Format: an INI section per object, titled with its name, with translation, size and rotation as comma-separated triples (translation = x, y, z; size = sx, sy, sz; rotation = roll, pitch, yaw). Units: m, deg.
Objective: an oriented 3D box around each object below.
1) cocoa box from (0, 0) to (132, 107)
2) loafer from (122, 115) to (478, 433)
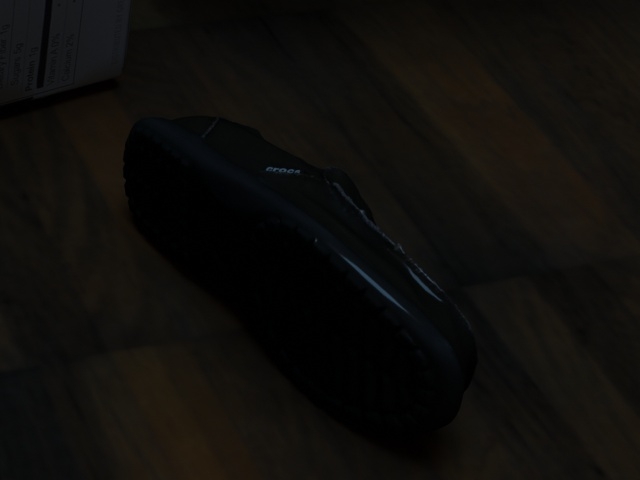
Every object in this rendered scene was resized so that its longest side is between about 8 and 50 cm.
[cocoa box]
translation = -0.275, -0.232, 0.929
size = 0.228, 0.231, 0.347
rotation = -20, 47, -33
[loafer]
translation = 0.000, 0.000, 0.816
size = 0.078, 0.080, 0.220
rotation = -21, 47, -34
